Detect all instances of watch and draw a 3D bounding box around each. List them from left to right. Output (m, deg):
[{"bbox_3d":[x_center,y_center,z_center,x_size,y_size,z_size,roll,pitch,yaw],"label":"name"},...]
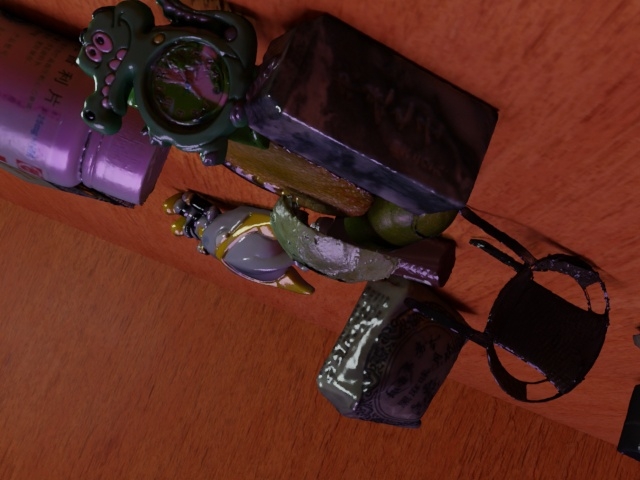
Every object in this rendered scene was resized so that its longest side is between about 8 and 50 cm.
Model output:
[{"bbox_3d":[-0.113,-0.142,0.861,0.165,0.131,0.152,17,-172,4],"label":"watch"}]

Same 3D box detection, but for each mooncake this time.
[{"bbox_3d":[0.136,0.198,1.699,0.136,0.255,0.250,29,180,41],"label":"mooncake"}]

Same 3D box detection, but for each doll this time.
[{"bbox_3d":[-0.136,-0.007,1.645,0.316,0.146,0.103,22,-155,39],"label":"doll"}]

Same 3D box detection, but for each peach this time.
[{"bbox_3d":[-0.029,-0.092,1.015,0.189,0.068,0.279,32,169,-41],"label":"peach"}]

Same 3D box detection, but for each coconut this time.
[{"bbox_3d":[-0.002,0.004,1.089,0.133,0.055,0.158,33,170,-34],"label":"coconut"}]

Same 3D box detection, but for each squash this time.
[{"bbox_3d":[0.088,-0.036,1.019,0.087,0.087,0.331,23,172,-6],"label":"squash"}]

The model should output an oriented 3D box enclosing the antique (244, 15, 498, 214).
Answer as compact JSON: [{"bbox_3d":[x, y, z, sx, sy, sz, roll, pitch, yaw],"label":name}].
[{"bbox_3d":[0.036,-0.098,0.792,0.183,0.088,0.086,25,169,-20],"label":"antique"}]

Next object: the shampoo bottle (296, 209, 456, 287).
[{"bbox_3d":[0.066,0.001,1.339,0.236,0.067,0.068,18,160,26],"label":"shampoo bottle"}]

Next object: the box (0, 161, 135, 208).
[{"bbox_3d":[-0.440,-0.145,1.584,0.310,0.084,0.198,14,167,41],"label":"box"}]

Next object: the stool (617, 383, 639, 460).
[{"bbox_3d":[0.627,0.336,1.690,0.232,0.141,0.232,22,171,4],"label":"stool"}]

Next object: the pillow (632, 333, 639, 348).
[{"bbox_3d":[0.465,0.134,1.268,0.130,0.033,0.217,16,169,17],"label":"pillow"}]

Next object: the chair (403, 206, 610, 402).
[{"bbox_3d":[0.222,0.080,1.137,0.213,0.174,0.149,31,177,14],"label":"chair"}]

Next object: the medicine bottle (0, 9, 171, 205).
[{"bbox_3d":[-0.285,-0.143,1.068,0.254,0.152,0.152,21,170,-3],"label":"medicine bottle"}]
